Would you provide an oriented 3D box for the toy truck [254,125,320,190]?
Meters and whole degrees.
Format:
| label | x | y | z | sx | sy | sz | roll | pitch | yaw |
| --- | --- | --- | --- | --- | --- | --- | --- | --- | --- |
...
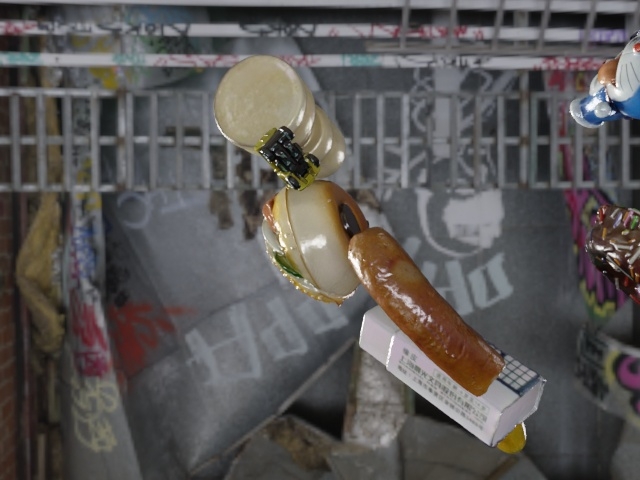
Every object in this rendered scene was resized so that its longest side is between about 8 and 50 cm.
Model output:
| label | x | y | z | sx | sy | sz | roll | pitch | yaw |
| --- | --- | --- | --- | --- | --- | --- | --- | --- | --- |
| toy truck | -0.042 | -0.103 | 1.098 | 0.083 | 0.049 | 0.054 | 46 | 169 | -25 |

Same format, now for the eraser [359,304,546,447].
| label | x | y | z | sx | sy | sz | roll | pitch | yaw |
| --- | --- | --- | --- | --- | --- | --- | --- | --- | --- |
| eraser | 0.209 | 0.198 | 1.387 | 0.130 | 0.086 | 0.287 | -26 | -132 | -36 |

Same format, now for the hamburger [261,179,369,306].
| label | x | y | z | sx | sy | sz | roll | pitch | yaw |
| --- | --- | --- | --- | --- | --- | --- | --- | --- | --- |
| hamburger | 0.000 | -0.003 | 1.465 | 0.147 | 0.237 | 0.237 | -25 | 172 | 23 |

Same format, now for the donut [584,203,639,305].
| label | x | y | z | sx | sy | sz | roll | pitch | yaw |
| --- | --- | --- | --- | --- | --- | --- | --- | --- | --- |
| donut | 0.490 | 0.041 | 1.271 | 0.235 | 0.089 | 0.235 | 42 | -178 | -2 |

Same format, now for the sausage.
| label | x | y | z | sx | sy | sz | roll | pitch | yaw |
| --- | --- | --- | --- | --- | --- | --- | --- | --- | --- |
| sausage | 0.150 | 0.106 | 1.208 | 0.076 | 0.302 | 0.103 | -41 | -171 | 13 |

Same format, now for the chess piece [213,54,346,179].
| label | x | y | z | sx | sy | sz | roll | pitch | yaw |
| --- | --- | --- | --- | --- | --- | --- | --- | --- | --- |
| chess piece | -0.045 | -0.196 | 1.509 | 0.167 | 0.167 | 0.299 | 0 | 168 | 25 |

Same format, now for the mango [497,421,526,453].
| label | x | y | z | sx | sy | sz | roll | pitch | yaw |
| --- | --- | --- | --- | --- | --- | --- | --- | --- | --- |
| mango | 0.370 | 0.373 | 1.779 | 0.089 | 0.163 | 0.111 | -43 | 174 | -23 |

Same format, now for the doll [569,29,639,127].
| label | x | y | z | sx | sy | sz | roll | pitch | yaw |
| --- | --- | --- | --- | --- | --- | --- | --- | --- | --- |
| doll | 0.607 | -0.309 | 1.668 | 0.215 | 0.161 | 0.257 | -50 | -168 | -24 |
